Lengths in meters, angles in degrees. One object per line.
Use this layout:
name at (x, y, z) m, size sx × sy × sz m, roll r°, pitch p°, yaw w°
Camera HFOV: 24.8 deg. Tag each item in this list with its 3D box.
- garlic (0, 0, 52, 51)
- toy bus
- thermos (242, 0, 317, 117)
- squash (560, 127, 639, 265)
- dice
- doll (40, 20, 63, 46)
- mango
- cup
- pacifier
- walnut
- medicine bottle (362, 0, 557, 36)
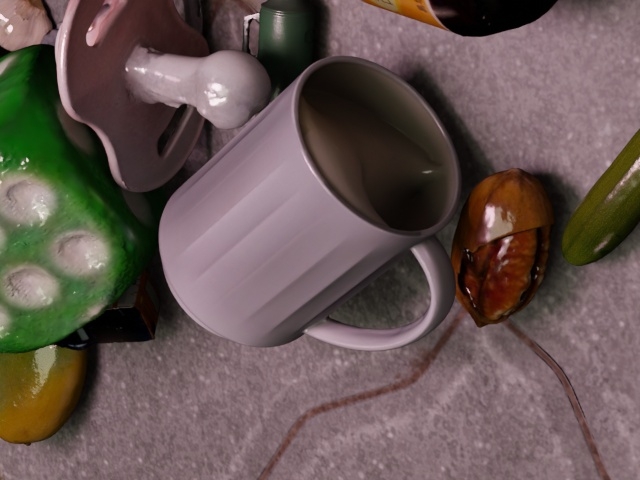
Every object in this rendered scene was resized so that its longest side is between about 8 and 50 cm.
garlic at (-0.425, -0.303, 2.019) m, size 0.094 × 0.074 × 0.113 m, roll -38°, pitch 99°, yaw 29°
toy bus at (-0.429, 0.104, 2.070) m, size 0.409 × 0.092 × 0.093 m, roll -3°, pitch 141°, yaw 16°
thermos at (-0.044, -0.231, 1.778) m, size 0.083 × 0.073 × 0.187 m, roll 24°, pitch 119°, yaw 41°
squash at (0.336, -0.060, 1.571) m, size 0.069 × 0.069 × 0.258 m, roll 44°, pitch 127°, yaw 15°
dice at (-0.386, -0.052, 1.876) m, size 0.297 × 0.300 × 0.287 m, roll -32°, pitch 117°, yaw 14°
doll at (-0.320, -0.263, 1.962) m, size 0.180 × 0.079 × 0.094 m, roll -22°, pitch 78°, yaw 26°
mango at (-0.420, 0.196, 2.180) m, size 0.156 × 0.114 × 0.251 m, roll 48°, pitch 114°, yaw 28°
cup at (0.000, 0.000, 1.705) m, size 0.322 × 0.237 × 0.327 m, roll 55°, pitch 133°, yaw 5°
pacifier at (-0.199, -0.199, 1.753) m, size 0.273 × 0.220 × 0.332 m, roll 55°, pitch 175°, yaw 38°
walnut at (0.205, 0.013, 1.667) m, size 0.116 × 0.116 × 0.207 m, roll 28°, pitch 120°, yaw 25°
medicine bottle at (0.070, -0.366, 1.555) m, size 0.395 × 0.243 × 0.242 m, roll 24°, pitch 120°, yaw 41°
